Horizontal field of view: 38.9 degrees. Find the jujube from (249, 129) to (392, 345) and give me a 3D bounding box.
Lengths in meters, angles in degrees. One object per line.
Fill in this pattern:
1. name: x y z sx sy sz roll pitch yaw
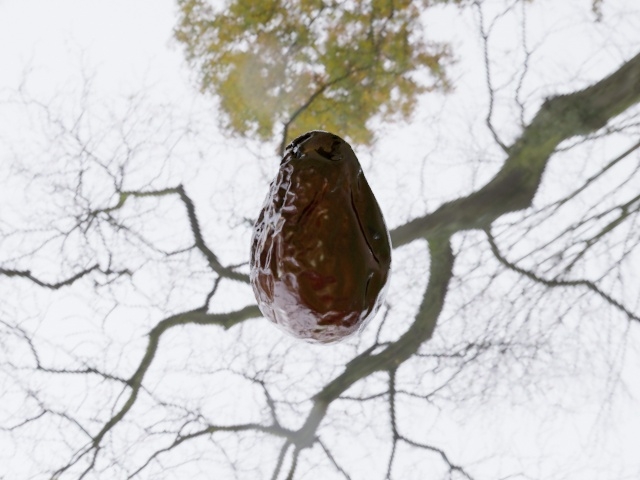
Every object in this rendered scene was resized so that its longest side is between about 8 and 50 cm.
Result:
1. jujube: 0.000 0.000 0.999 0.168 0.236 0.168 0 -150 0
